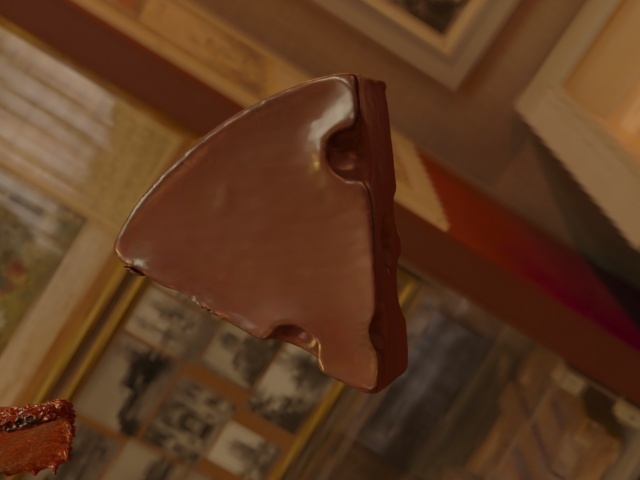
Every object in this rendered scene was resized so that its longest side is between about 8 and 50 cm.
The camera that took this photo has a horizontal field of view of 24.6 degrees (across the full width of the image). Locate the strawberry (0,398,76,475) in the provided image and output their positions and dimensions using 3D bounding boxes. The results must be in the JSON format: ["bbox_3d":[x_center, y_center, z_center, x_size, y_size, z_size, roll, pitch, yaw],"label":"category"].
[{"bbox_3d":[-0.254,0.161,1.235,0.152,0.104,0.048,-35,50,38],"label":"strawberry"}]

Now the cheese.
[{"bbox_3d":[-0.006,-0.027,0.966,0.177,0.203,0.128,-65,-12,9],"label":"cheese"}]
